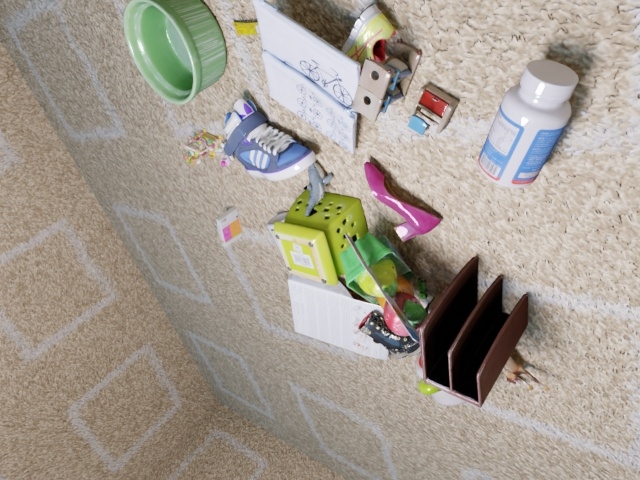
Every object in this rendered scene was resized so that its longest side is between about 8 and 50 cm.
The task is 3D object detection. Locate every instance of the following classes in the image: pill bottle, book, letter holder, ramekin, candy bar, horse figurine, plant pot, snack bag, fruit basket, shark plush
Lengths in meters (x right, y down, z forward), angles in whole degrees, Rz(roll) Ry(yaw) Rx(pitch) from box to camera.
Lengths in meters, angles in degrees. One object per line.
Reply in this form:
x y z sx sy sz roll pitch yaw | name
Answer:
-0.106 -0.001 1.688 0.103 0.103 0.184 0 124 47 | pill bottle
-0.363 -0.053 1.920 0.035 0.096 0.144 28 141 26 | book
0.385 0.206 1.187 0.152 0.302 0.214 17 135 37 | letter holder
0.394 -0.219 0.917 0.124 0.124 0.221 33 143 20 | pill bottle
-0.420 -0.574 1.423 0.303 0.148 0.303 28 141 26 | ramekin
-0.178 -0.566 1.285 0.161 0.018 0.040 16 138 37 | candy bar
0.504 0.339 1.334 0.263 0.066 0.174 36 180 -16 | horse figurine
0.000 0.000 1.486 0.228 0.207 0.227 13 132 38 | plant pot
-0.030 -0.391 1.188 0.323 0.037 0.342 39 165 14 | snack bag
0.215 0.152 1.323 0.353 0.165 0.327 52 -173 34 | fruit basket
-0.027 -0.150 1.430 0.067 0.161 0.073 24 174 -38 | shark plush

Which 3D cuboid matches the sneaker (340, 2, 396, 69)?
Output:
0.096 -0.416 1.085 0.094 0.081 0.208 39 147 0 | sneaker

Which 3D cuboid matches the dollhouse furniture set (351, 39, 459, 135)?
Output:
0.189 -0.314 1.037 0.184 0.129 0.129 38 144 16 | dollhouse furniture set

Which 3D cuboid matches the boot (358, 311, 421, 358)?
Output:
0.238 0.297 1.565 0.178 0.085 0.236 35 148 -4 | boot

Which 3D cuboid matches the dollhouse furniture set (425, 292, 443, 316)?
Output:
0.358 0.223 1.441 0.081 0.091 0.114 24 138 7 | dollhouse furniture set

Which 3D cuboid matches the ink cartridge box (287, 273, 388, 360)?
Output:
0.079 0.267 1.764 0.385 0.091 0.308 14 135 18 | ink cartridge box

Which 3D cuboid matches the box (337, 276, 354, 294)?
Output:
0.031 0.183 1.795 0.164 0.021 0.201 40 145 10 | box

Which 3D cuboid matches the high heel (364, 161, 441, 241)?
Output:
0.212 -0.121 1.274 0.117 0.082 0.244 -30 88 27 | high heel

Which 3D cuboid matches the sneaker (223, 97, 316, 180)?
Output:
-0.174 -0.310 1.432 0.323 0.130 0.236 9 135 50 | sneaker

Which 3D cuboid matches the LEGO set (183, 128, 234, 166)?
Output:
-0.443 -0.318 1.736 0.287 0.107 0.132 5 127 44 | LEGO set

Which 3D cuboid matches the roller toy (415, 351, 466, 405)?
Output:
0.400 0.394 1.456 0.209 0.191 0.146 -30 102 15 | roller toy

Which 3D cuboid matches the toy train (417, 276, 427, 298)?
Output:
0.309 0.145 1.461 0.024 0.017 0.083 8 130 30 | toy train
